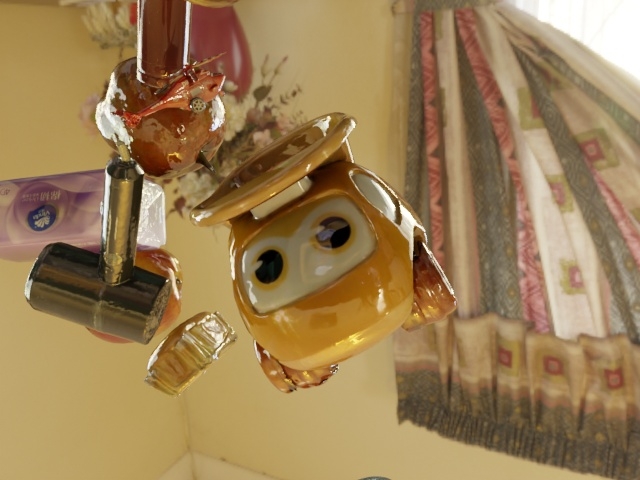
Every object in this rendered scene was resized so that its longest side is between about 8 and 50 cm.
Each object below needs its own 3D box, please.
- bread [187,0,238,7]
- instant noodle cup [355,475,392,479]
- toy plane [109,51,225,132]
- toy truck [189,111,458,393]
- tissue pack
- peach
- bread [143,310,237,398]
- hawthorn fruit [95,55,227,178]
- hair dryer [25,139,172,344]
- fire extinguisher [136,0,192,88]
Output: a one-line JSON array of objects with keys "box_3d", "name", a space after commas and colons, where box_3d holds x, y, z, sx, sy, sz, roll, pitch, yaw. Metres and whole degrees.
[{"box_3d": [-0.035, -0.213, 0.225, 0.099, 0.235, 0.210, 39, -164, -2], "name": "bread"}, {"box_3d": [0.071, 0.437, 0.808, 0.177, 0.125, 0.208, -41, -165, -32], "name": "instant noodle cup"}, {"box_3d": [-0.237, -0.234, 0.968, 0.126, 0.077, 0.194, 5, -141, 36], "name": "toy plane"}, {"box_3d": [0.000, 0.000, 0.628, 0.204, 0.212, 0.288, -29, -160, 12], "name": "toy truck"}, {"box_3d": [-0.527, -0.044, 1.245, 0.338, 0.160, 0.242, -6, 172, 8], "name": "tissue pack"}, {"box_3d": [-0.493, 0.135, 1.529, 0.281, 0.281, 0.238, -6, -149, -6], "name": "peach"}, {"box_3d": [-0.263, 0.227, 1.215, 0.136, 0.107, 0.241, -47, 177, 7], "name": "bread"}, {"box_3d": [-0.330, -0.261, 1.304, 0.301, 0.268, 0.268, 45, -144, 13], "name": "hawthorn fruit"}, {"box_3d": [-0.194, -0.001, 0.532, 0.124, 0.219, 0.071, 20, -140, -5], "name": "hair dryer"}, {"box_3d": [-0.265, -0.400, 0.999, 0.104, 0.269, 0.105, 9, -147, -6], "name": "fire extinguisher"}]
